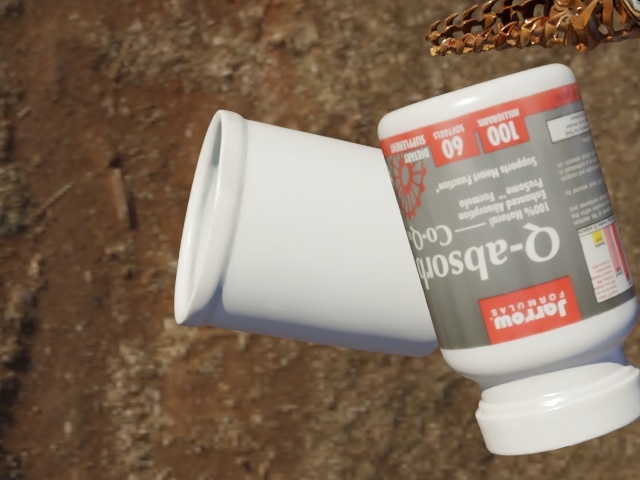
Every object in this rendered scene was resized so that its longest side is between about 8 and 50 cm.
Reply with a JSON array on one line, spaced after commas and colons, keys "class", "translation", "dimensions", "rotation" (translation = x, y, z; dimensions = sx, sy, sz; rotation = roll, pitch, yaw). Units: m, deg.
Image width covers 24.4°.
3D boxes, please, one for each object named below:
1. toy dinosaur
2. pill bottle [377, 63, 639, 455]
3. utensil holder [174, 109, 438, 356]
[{"class": "toy dinosaur", "translation": [0.229, -0.200, 0.961], "dimensions": [0.322, 0.164, 0.218], "rotation": [-44, 145, -13]}, {"class": "pill bottle", "translation": [0.204, 0.019, 1.509], "dimensions": [0.210, 0.210, 0.362], "rotation": [-19, 93, -44]}, {"class": "utensil holder", "translation": [0.000, 0.000, 2.246], "dimensions": [0.386, 0.327, 0.327], "rotation": [11, 75, -11]}]
